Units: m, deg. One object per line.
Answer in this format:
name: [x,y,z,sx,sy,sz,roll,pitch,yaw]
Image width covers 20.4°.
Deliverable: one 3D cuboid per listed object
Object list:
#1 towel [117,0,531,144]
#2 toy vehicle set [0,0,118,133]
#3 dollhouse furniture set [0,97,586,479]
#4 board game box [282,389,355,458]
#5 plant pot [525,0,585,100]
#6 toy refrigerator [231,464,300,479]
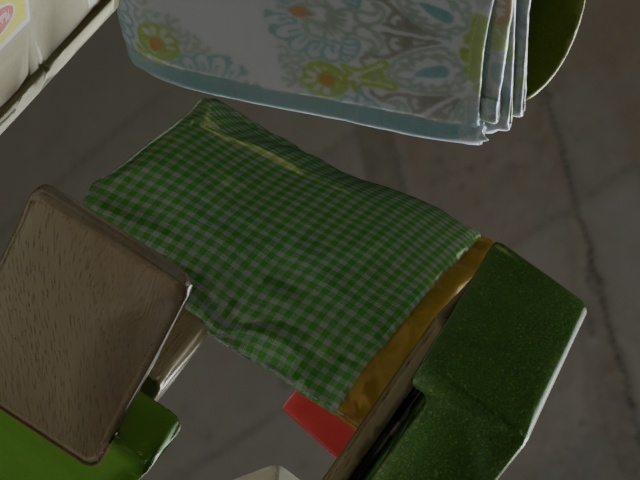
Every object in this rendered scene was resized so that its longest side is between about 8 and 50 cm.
towel: [-0.002,-0.241,1.488,0.375,0.320,0.090,12,-130,11]
toy vehicle set: [-0.154,-0.124,0.748,0.035,0.166,0.267,8,-148,14]
dollhouse furniture set: [0.000,0.000,0.720,0.151,0.198,0.301,-60,176,32]
board game box: [0.132,0.238,1.505,0.316,0.242,0.064,40,-91,25]
plant pot: [0.078,-0.287,1.816,0.294,0.275,0.274,11,-102,39]
toy refrigerator: [-0.103,0.226,1.000,0.270,0.102,0.094,-23,-138,29]
